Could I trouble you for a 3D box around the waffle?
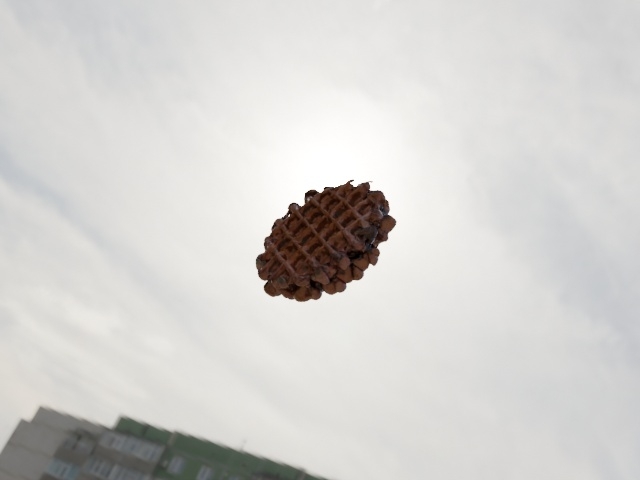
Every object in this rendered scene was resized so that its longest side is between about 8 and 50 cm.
[{"bbox_3d":[0.000,0.000,0.528,0.083,0.075,0.029,-7,-46,38],"label":"waffle"}]
